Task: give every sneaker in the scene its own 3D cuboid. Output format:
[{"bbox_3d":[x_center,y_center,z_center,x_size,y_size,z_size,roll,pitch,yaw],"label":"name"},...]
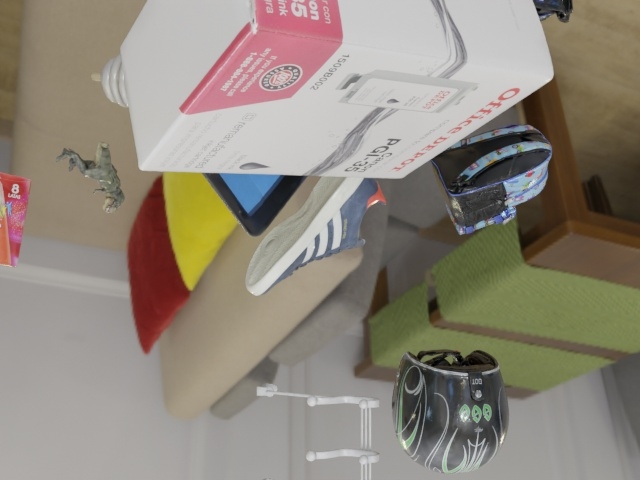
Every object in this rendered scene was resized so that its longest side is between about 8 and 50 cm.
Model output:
[{"bbox_3d":[0.000,0.000,1.448,0.350,0.131,0.148,-47,121,2],"label":"sneaker"}]

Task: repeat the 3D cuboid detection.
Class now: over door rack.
[{"bbox_3d":[-0.027,0.438,1.470,0.324,0.240,0.108,-3,174,38],"label":"over door rack"}]

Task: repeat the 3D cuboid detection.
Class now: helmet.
[{"bbox_3d":[0.175,0.237,0.958,0.169,0.162,0.169,3,-173,0],"label":"helmet"}]

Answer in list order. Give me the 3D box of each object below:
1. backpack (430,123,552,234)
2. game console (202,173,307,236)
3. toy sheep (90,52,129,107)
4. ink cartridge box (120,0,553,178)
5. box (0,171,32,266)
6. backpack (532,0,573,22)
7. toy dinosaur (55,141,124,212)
[{"bbox_3d":[0.275,-0.105,1.106,0.173,0.158,0.117,-20,125,5],"label":"backpack"},{"bbox_3d":[-0.049,-0.182,1.009,0.250,0.173,0.293,-16,131,21],"label":"game console"},{"bbox_3d":[-0.260,-0.226,0.983,0.132,0.091,0.091,4,152,17],"label":"toy sheep"},{"bbox_3d":[0.013,-0.143,0.564,0.283,0.117,0.207,-2,161,-35],"label":"ink cartridge box"},{"bbox_3d":[-0.525,-0.038,1.018,0.122,0.128,0.257,12,174,-39],"label":"box"},{"bbox_3d":[0.273,-0.484,1.225,0.263,0.277,0.213,-19,-170,-26],"label":"backpack"},{"bbox_3d":[-0.465,-0.149,1.430,0.118,0.064,0.268,19,154,0],"label":"toy dinosaur"}]
